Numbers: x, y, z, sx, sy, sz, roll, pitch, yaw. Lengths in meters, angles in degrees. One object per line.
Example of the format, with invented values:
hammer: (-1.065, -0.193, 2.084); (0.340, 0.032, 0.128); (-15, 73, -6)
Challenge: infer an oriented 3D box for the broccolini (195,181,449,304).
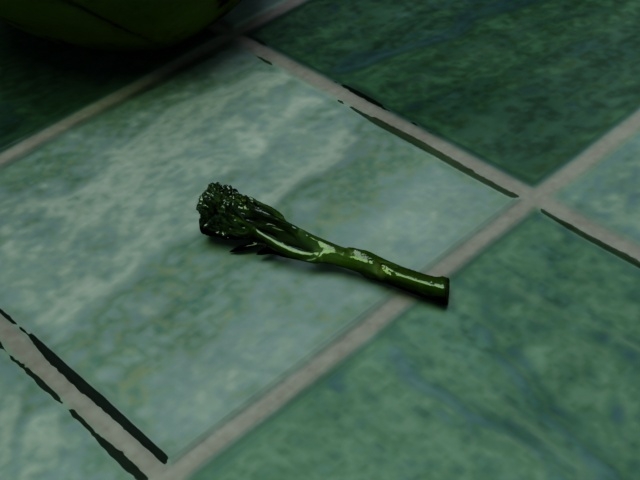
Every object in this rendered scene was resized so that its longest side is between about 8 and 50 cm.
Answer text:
broccolini: (0.000, 0.000, 0.554); (0.140, 0.035, 0.030); (18, 50, 22)

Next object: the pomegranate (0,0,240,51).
pomegranate: (-0.135, -0.243, 0.680); (0.254, 0.254, 0.270); (32, 74, 34)
